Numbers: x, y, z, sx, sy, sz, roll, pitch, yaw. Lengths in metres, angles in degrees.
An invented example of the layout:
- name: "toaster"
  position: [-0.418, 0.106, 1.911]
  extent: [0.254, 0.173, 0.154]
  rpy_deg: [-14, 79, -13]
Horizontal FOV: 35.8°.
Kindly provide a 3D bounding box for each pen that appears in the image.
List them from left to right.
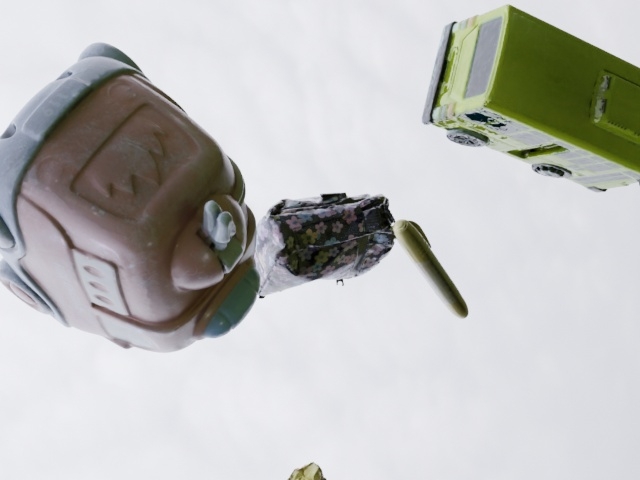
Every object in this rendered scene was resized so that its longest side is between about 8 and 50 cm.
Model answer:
- name: "pen"
  position: [0.154, 0.039, 1.351]
  extent: [0.233, 0.032, 0.040]
  rpy_deg: [50, -132, -45]

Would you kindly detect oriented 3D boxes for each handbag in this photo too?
- name: "handbag"
  position: [0.000, 0.000, 1.465]
  extent: [0.208, 0.228, 0.126]
  rpy_deg: [-12, -108, -19]

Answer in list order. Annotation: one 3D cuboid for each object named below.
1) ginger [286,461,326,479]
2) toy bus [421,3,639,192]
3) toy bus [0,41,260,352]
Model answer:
- name: "ginger"
  position: [0.006, 0.436, 1.558]
  extent: [0.102, 0.157, 0.216]
  rpy_deg: [-30, -35, -18]
- name: "toy bus"
  position: [0.260, -0.148, 1.090]
  extent: [0.262, 0.150, 0.128]
  rpy_deg: [18, -100, -24]
- name: "toy bus"
  position: [-0.163, -0.013, 0.892]
  extent: [0.197, 0.232, 0.294]
  rpy_deg: [-53, -18, -24]
